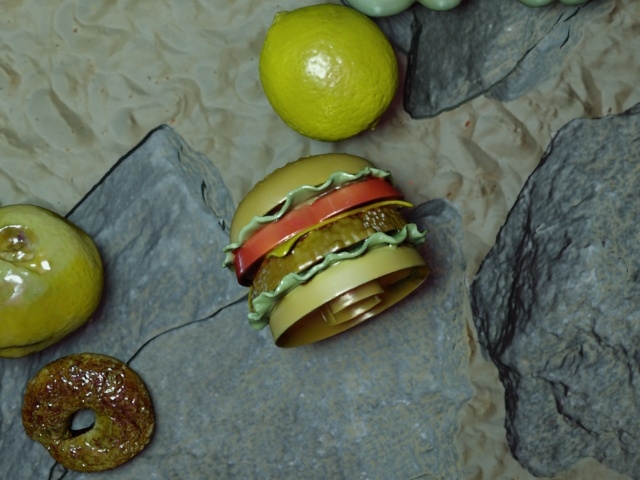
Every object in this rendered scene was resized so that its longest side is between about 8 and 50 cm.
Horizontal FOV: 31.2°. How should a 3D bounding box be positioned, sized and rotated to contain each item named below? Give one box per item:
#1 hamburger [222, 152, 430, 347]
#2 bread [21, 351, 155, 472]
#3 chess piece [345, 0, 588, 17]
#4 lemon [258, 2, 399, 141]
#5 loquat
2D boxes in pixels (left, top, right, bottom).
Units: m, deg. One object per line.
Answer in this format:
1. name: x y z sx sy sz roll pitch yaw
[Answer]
1. hamburger: 0.000 0.000 1.532 0.274 0.274 0.212 -26 75 -2
2. bread: -0.330 0.247 1.640 0.193 0.064 0.193 -1 105 -5
3. chess piece: 0.183 -0.376 1.529 0.330 0.182 0.182 -10 103 0
4. lemon: 0.010 -0.227 1.528 0.178 0.178 0.203 -41 103 2
5. loquat: -0.395 0.051 1.528 0.213 0.213 0.213 -2 102 -8
